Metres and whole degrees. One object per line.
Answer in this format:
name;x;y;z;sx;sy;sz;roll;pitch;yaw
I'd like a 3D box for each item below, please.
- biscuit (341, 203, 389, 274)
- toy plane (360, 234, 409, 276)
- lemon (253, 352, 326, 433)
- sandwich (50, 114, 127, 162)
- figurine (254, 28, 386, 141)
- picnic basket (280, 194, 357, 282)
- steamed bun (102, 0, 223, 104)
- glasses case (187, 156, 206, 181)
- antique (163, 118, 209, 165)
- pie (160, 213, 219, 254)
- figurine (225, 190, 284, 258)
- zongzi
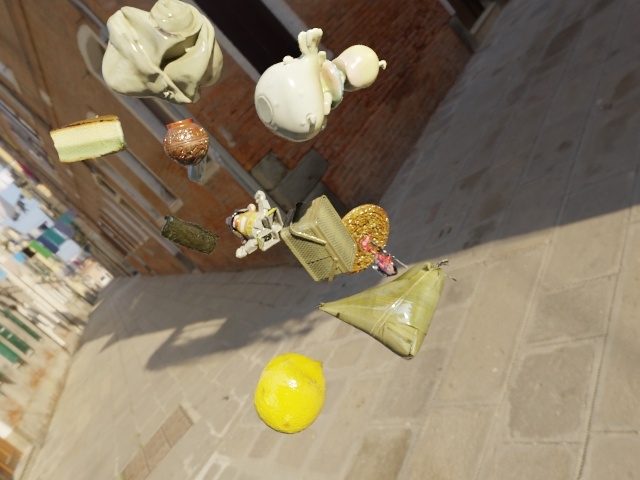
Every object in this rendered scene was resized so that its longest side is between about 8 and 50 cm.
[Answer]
biscuit;0.162;0.000;2.002;0.305;0.305;0.038;-46;45;-9
toy plane;0.157;0.046;1.307;0.060;0.145;0.037;-56;-25;17
lemon;-0.096;0.489;1.604;0.228;0.228;0.254;-159;88;-75
sandwich;-0.639;-0.311;1.497;0.219;0.108;0.186;-7;21;13
figurine;0.013;-0.430;1.325;0.394;0.226;0.275;-30;-34;-25
picnic basket;0.000;0.000;1.696;0.139;0.267;0.165;-20;32;27
steamed bun;-0.480;-0.615;1.593;0.255;0.367;0.343;123;150;-52
glasses case;-0.491;-0.323;2.021;0.045;0.067;0.179;1;88;44
antique;-0.290;-0.210;1.101;0.104;0.104;0.104;-41;14;13
pie;-0.633;-0.025;2.447;0.129;0.282;0.068;-62;17;10
figurine;-0.293;-0.062;2.231;0.308;0.143;0.309;-24;44;25
zongzi;0.260;0.163;1.836;0.447;0.418;0.181;-60;-12;-25
